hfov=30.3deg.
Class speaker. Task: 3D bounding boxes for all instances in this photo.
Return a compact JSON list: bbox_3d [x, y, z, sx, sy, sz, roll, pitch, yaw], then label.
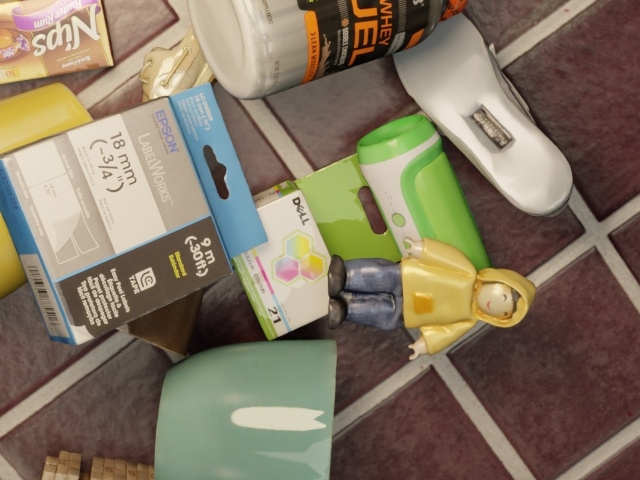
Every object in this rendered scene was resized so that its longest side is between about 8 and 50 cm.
[{"bbox_3d":[0.158,-0.026,1.706,0.131,0.131,0.296,-25,106,-3],"label":"speaker"}]

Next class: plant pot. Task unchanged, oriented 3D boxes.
[{"bbox_3d":[-0.104,0.275,1.647,0.235,0.293,0.293,4,101,0],"label":"plant pot"},{"bbox_3d":[-0.405,-0.082,1.568,0.239,0.254,0.254,-33,105,-15],"label":"plant pot"},{"bbox_3d":[-0.237,0.013,1.635,0.215,0.215,0.230,25,84,-12],"label":"plant pot"}]

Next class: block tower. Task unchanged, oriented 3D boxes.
[{"bbox_3d":[-0.248,0.391,1.755,0.335,0.091,0.097,13,100,-11],"label":"block tower"}]

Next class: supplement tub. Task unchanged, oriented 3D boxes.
[{"bbox_3d":[0.014,-0.324,1.537,0.338,0.207,0.207,-22,104,-21],"label":"supplement tub"}]

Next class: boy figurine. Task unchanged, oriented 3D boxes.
[{"bbox_3d":[0.153,0.083,1.630,0.285,0.092,0.177,4,106,4],"label":"boy figurine"}]

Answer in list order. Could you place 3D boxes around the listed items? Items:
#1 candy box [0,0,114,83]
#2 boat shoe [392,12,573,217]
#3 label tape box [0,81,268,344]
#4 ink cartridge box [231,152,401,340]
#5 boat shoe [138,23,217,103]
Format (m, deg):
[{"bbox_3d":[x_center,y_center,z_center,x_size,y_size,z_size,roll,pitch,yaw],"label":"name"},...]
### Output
[{"bbox_3d":[-0.383,-0.278,1.618,0.187,0.053,0.109,-9,103,-5],"label":"candy box"},{"bbox_3d":[0.236,-0.182,1.691,0.136,0.156,0.367,-40,75,6],"label":"boat shoe"},{"bbox_3d":[-0.217,-0.047,1.485,0.334,0.106,0.240,-25,101,-28],"label":"label tape box"},{"bbox_3d":[0.000,0.000,1.708,0.255,0.097,0.188,-24,104,-2],"label":"ink cartridge box"},{"bbox_3d":[-0.201,-0.224,1.631,0.098,0.109,0.302,39,88,-10],"label":"boat shoe"}]
